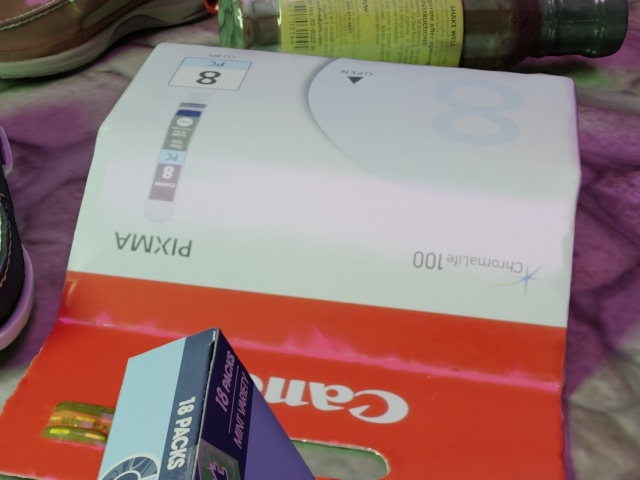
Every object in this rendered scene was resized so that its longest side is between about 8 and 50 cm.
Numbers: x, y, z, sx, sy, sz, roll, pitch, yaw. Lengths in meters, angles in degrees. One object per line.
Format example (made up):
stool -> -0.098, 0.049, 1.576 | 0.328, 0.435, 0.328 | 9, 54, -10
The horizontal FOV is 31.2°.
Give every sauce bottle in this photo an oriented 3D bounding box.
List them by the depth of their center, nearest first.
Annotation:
sauce bottle -> 0.090, -0.182, 0.965 | 0.344, 0.111, 0.111 | -3, 33, -12

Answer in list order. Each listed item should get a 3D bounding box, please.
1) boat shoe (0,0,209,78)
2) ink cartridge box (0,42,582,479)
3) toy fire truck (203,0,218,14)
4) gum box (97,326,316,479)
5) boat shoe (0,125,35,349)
boat shoe -> -0.217, -0.236, 1.017 | 0.123, 0.116, 0.324 | 23, 38, 28
ink cartridge box -> 0.000, 0.000, 0.696 | 0.308, 0.091, 0.385 | 7, 32, 6
toy fire truck -> -0.041, -0.252, 1.073 | 0.047, 0.135, 0.192 | 16, -4, 20
gum box -> -0.015, 0.148, 0.381 | 0.041, 0.184, 0.157 | -20, 30, 14
boat shoe -> -0.252, -0.037, 0.728 | 0.114, 0.091, 0.302 | -12, 36, -21
